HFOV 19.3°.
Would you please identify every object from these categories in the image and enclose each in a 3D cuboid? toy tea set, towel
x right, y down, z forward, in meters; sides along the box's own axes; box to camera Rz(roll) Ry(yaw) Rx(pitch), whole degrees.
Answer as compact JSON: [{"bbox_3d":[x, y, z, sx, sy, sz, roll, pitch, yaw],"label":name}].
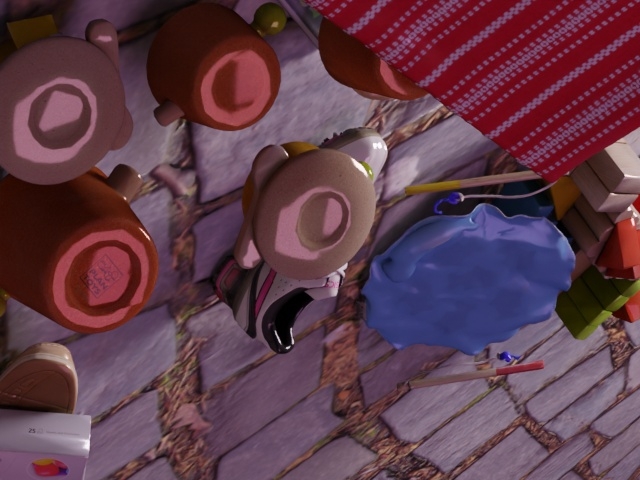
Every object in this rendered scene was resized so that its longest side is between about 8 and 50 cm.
[{"bbox_3d":[-0.076,-0.067,1.160,0.336,0.124,0.200,-13,117,-27],"label":"toy tea set"},{"bbox_3d":[0.107,-0.146,1.063,0.275,0.031,0.199,34,133,-27],"label":"towel"}]

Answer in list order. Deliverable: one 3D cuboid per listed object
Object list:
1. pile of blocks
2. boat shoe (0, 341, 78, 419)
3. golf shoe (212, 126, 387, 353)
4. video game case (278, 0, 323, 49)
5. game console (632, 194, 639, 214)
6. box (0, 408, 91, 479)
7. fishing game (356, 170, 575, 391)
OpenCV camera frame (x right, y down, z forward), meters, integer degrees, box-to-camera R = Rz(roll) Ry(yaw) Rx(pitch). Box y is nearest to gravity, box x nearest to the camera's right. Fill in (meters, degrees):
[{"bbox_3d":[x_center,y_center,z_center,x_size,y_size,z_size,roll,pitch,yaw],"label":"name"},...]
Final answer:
[{"bbox_3d":[0.236,0.014,1.673,0.149,0.113,0.362,-34,151,1],"label":"pile of blocks"},{"bbox_3d":[-0.209,0.114,1.319,0.063,0.059,0.170,15,140,-16],"label":"boat shoe"},{"bbox_3d":[0.000,0.000,1.384,0.067,0.086,0.186,-1,134,-51],"label":"golf shoe"},{"bbox_3d":[0.051,-0.207,1.186,0.190,0.022,0.173,-41,155,3],"label":"video game case"},{"bbox_3d":[0.337,-0.042,1.858,0.124,0.085,0.144,1,143,-9],"label":"game console"},{"bbox_3d":[-0.241,0.182,1.325,0.145,0.038,0.186,5,142,-8],"label":"box"},{"bbox_3d":[0.122,0.032,1.605,0.189,0.041,0.264,-10,138,-4],"label":"fishing game"}]
